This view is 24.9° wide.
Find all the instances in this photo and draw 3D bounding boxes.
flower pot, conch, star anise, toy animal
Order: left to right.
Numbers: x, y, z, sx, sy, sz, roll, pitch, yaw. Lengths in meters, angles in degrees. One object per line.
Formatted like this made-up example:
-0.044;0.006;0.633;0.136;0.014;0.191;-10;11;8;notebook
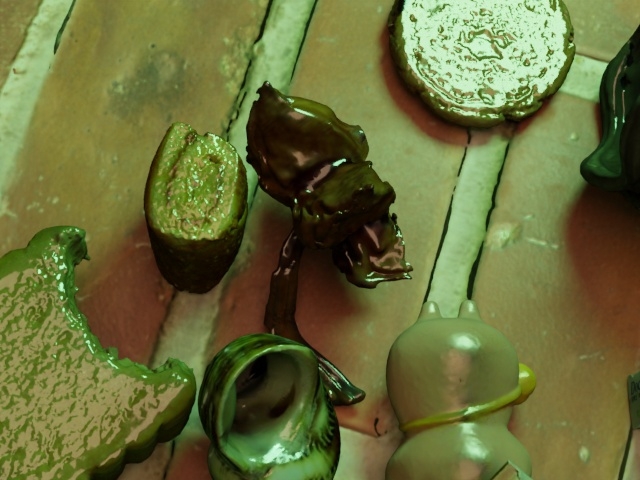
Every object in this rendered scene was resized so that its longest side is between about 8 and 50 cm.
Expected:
-0.061;0.181;1.414;0.187;0.124;0.181;13;88;-46;conch
0.011;0.001;1.463;0.148;0.237;0.346;-8;106;-10;star anise
0.140;0.179;1.449;0.165;0.149;0.248;-8;63;5;toy animal
0.409;-0.128;1.505;0.213;0.302;0.301;19;71;-1;flower pot

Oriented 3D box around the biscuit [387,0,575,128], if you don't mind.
0.181;-0.229;1.635;0.226;0.042;0.226;3;71;-7;biscuit

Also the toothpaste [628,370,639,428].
0.499;0.160;1.524;0.337;0.081;0.067;0;71;-7;toothpaste

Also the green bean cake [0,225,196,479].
-0.265;0.134;1.422;0.233;0.124;0.236;-35;79;-15;green bean cake

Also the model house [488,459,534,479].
0.218;0.400;1.322;0.326;0.169;0.244;39;104;-15;model house

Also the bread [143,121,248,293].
-0.125;-0.030;1.465;0.103;0.172;0.132;9;71;-2;bread
